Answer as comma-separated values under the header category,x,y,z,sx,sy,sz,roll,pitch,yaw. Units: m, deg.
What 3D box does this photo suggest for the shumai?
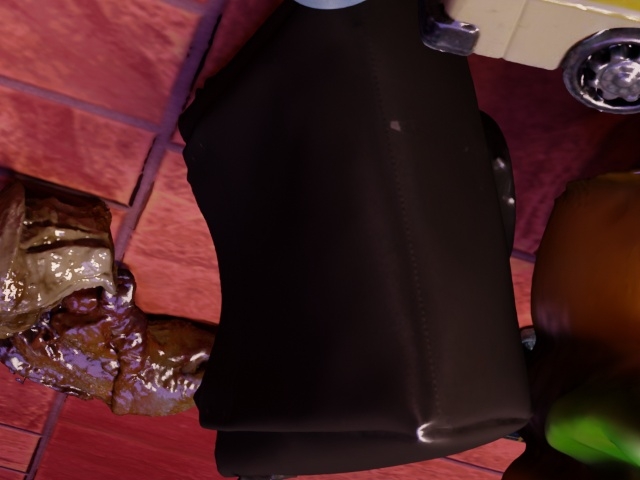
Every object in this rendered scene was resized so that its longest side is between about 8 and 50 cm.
category,x,y,z,sx,sy,sz,roll,pitch,yaw
shumai,-0.225,0.019,1.015,0.116,0.145,0.145,7,153,-14

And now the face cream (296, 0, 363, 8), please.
category,x,y,z,sx,sy,sz,roll,pitch,yaw
face cream,-0.022,-0.217,0.564,0.077,0.077,0.250,0,148,19

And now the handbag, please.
category,x,y,z,sx,sy,sz,roll,pitch,yaw
handbag,0.000,0.000,0.753,0.113,0.285,0.257,0,165,-39

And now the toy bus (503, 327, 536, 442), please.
category,x,y,z,sx,sy,sz,roll,pitch,yaw
toy bus,0.239,0.148,1.120,0.182,0.091,0.103,11,153,4

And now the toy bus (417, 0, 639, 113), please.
category,x,y,z,sx,sy,sz,roll,pitch,yaw
toy bus,0.209,-0.149,0.542,0.305,0.143,0.179,12,149,-2

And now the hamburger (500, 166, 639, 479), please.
category,x,y,z,sx,sy,sz,roll,pitch,yaw
hamburger,0.307,0.123,0.736,0.396,0.277,0.396,9,177,0

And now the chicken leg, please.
category,x,y,z,sx,sy,sz,roll,pitch,yaw
chicken leg,-0.173,0.098,1.192,0.322,0.083,0.177,23,134,-17
